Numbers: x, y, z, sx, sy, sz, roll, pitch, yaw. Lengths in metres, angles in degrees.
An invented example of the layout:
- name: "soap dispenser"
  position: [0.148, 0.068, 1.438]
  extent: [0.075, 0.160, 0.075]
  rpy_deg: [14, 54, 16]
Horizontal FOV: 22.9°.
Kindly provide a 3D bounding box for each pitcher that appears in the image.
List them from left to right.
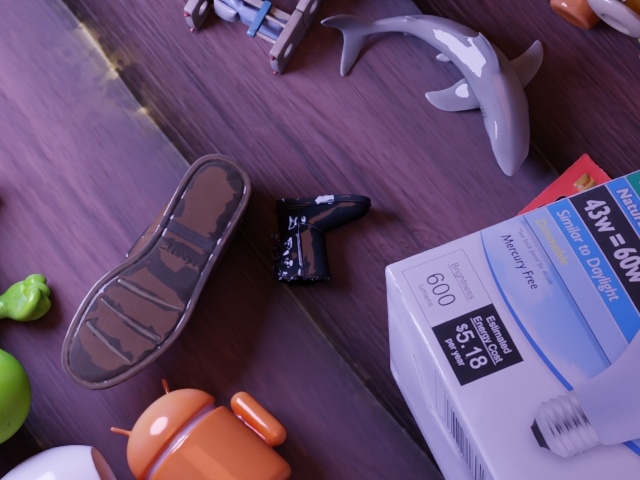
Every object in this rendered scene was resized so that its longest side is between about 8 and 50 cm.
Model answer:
- name: "pitcher"
  position: [-0.313, 0.327, 1.707]
  extent: [0.207, 0.125, 0.177]
  rpy_deg: [-29, 47, 0]

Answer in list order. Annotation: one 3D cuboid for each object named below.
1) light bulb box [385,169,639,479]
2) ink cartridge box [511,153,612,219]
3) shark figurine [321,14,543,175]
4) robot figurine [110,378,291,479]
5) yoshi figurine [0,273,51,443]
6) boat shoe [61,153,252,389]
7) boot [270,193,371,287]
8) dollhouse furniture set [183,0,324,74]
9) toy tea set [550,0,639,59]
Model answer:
- name: "light bulb box"
  position: [0.297, 0.153, 1.556]
  extent: [0.361, 0.225, 0.358]
  rpy_deg: [-21, 59, -9]
- name: "ink cartridge box"
  position: [0.319, 0.031, 1.789]
  extent: [0.181, 0.056, 0.224]
  rpy_deg: [-41, 80, -6]
- name: "shark figurine"
  position: [0.153, -0.220, 1.825]
  extent: [0.278, 0.116, 0.166]
  rpy_deg: [34, 80, 8]
- name: "robot figurine"
  position: [-0.120, 0.249, 1.727]
  extent: [0.219, 0.128, 0.158]
  rpy_deg: [40, 103, 10]
- name: "yoshi figurine"
  position: [-0.402, 0.087, 1.748]
  extent: [0.204, 0.203, 0.362]
  rpy_deg: [-12, 80, -6]
- name: "boat shoe"
  position: [-0.176, 0.045, 1.790]
  extent: [0.111, 0.104, 0.307]
  rpy_deg: [38, 80, 1]
- name: "boot"
  position: [0.000, 0.000, 1.817]
  extent: [0.121, 0.045, 0.099]
  rpy_deg: [-4, 75, 10]
- name: "dollhouse furniture set"
  position: [-0.079, -0.298, 1.816]
  extent: [0.129, 0.183, 0.129]
  rpy_deg: [27, 80, 8]
- name: "toy tea set"
  position: [0.413, -0.255, 1.776]
  extent: [0.336, 0.200, 0.124]
  rpy_deg: [34, 90, 15]
